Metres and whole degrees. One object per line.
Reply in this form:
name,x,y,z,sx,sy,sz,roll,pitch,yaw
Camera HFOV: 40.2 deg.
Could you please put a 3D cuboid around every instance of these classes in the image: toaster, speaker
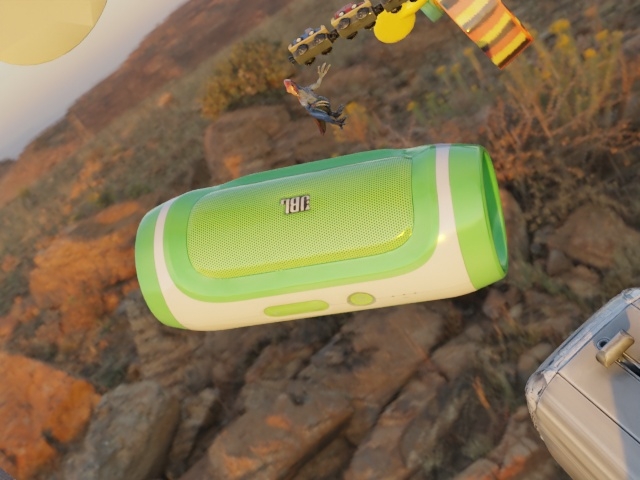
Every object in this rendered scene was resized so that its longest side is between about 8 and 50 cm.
toaster,0.228,0.132,0.563,0.129,0.227,0.146,-42,51,-3
speaker,0.000,0.000,0.737,0.296,0.131,0.131,-10,25,18

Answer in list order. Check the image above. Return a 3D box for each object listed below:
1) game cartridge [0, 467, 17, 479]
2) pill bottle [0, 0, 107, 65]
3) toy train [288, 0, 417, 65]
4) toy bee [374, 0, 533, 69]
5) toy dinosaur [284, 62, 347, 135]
game cartridge,-0.341,0.323,0.654,0.355,0.230,0.068,-39,43,-7
pill bottle,-0.309,-0.253,0.678,0.323,0.181,0.181,32,62,30
toy train,0.032,-0.230,0.910,0.158,0.027,0.036,-28,52,18
toy bee,0.116,-0.325,1.030,0.162,0.298,0.195,13,-73,-61
toy dinosaur,-0.011,-0.143,0.934,0.090,0.082,0.047,-47,33,43
